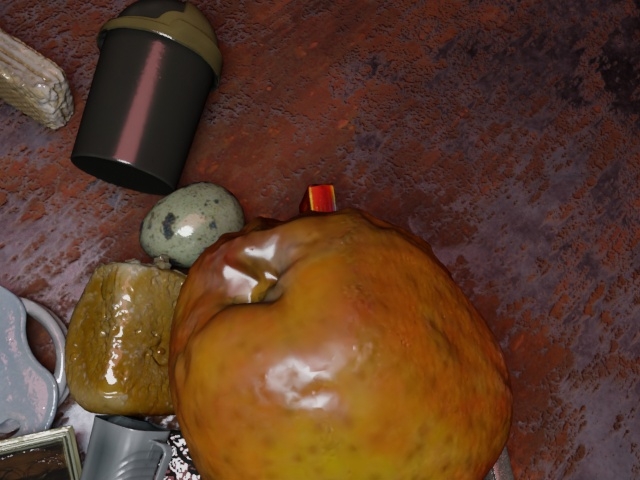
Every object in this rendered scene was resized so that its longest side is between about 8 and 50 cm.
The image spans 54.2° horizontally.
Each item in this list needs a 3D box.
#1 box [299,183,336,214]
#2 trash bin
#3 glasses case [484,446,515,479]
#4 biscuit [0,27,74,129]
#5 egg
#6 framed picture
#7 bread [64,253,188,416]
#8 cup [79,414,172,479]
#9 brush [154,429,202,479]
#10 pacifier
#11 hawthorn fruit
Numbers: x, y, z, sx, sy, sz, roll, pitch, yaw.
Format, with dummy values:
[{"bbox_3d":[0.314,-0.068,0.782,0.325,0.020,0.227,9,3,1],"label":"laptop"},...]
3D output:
[{"bbox_3d":[-0.001,0.000,1.103,0.048,0.112,0.175,-3,73,-13],"label":"box"},{"bbox_3d":[-0.291,-0.261,1.071,0.214,0.214,0.333,17,78,-7],"label":"trash bin"},{"bbox_3d":[0.290,0.372,1.074,0.047,0.071,0.204,-8,76,-10],"label":"glasses case"},{"bbox_3d":[-0.614,-0.348,1.063,0.426,0.144,0.078,33,69,-1],"label":"biscuit"},{"bbox_3d":[-0.214,-0.023,1.047,0.182,0.141,0.141,-24,80,-27],"label":"egg"},{"bbox_3d":[-0.463,0.365,0.873,0.253,0.014,0.196,-8,116,-18],"label":"framed picture"},{"bbox_3d":[-0.276,0.141,0.962,0.196,0.176,0.246,20,72,-45],"label":"bread"},{"bbox_3d":[-0.276,0.325,0.909,0.128,0.095,0.129,8,79,28],"label":"cup"},{"bbox_3d":[-0.173,0.366,0.982,0.197,0.059,0.123,6,74,-8],"label":"brush"},{"bbox_3d":[-0.498,0.182,0.876,0.244,0.233,0.299,-27,81,-9],"label":"pacifier"},{"bbox_3d":[0.018,0.162,0.825,0.472,0.472,0.471,3,73,-11],"label":"hawthorn fruit"}]
